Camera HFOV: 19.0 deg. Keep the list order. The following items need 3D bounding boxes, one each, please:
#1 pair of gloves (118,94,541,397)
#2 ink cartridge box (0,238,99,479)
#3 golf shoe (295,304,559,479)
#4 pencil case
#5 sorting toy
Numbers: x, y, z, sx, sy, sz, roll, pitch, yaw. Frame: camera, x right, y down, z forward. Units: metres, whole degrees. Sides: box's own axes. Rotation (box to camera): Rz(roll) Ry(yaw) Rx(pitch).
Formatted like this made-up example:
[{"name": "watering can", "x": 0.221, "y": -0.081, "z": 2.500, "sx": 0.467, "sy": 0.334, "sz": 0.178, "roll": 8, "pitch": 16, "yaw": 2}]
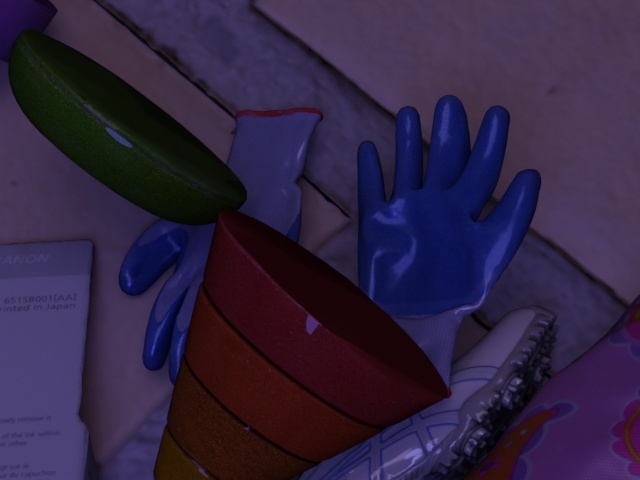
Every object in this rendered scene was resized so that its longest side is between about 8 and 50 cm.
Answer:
[{"name": "pair of gloves", "x": 0.000, "y": 0.000, "z": 0.891, "sx": 0.198, "sy": 0.023, "sz": 0.159, "roll": 3, "pitch": 59, "yaw": 24}, {"name": "ink cartridge box", "x": -0.238, "y": 0.109, "z": 0.864, "sx": 0.275, "sy": 0.060, "sz": 0.239, "roll": -3, "pitch": 43, "yaw": 1}, {"name": "golf shoe", "x": 0.034, "y": 0.084, "z": 0.863, "sx": 0.086, "sy": 0.069, "sz": 0.176, "roll": 36, "pitch": 71, "yaw": 22}, {"name": "pencil case", "x": 0.163, "y": 0.079, "z": 0.833, "sx": 0.124, "sy": 0.124, "sz": 0.284, "roll": 39, "pitch": 73, "yaw": 16}, {"name": "sorting toy", "x": -0.103, "y": 0.001, "z": 0.863, "sx": 0.365, "sy": 0.127, "sz": 0.126, "roll": 43, "pitch": 100, "yaw": 35}]
